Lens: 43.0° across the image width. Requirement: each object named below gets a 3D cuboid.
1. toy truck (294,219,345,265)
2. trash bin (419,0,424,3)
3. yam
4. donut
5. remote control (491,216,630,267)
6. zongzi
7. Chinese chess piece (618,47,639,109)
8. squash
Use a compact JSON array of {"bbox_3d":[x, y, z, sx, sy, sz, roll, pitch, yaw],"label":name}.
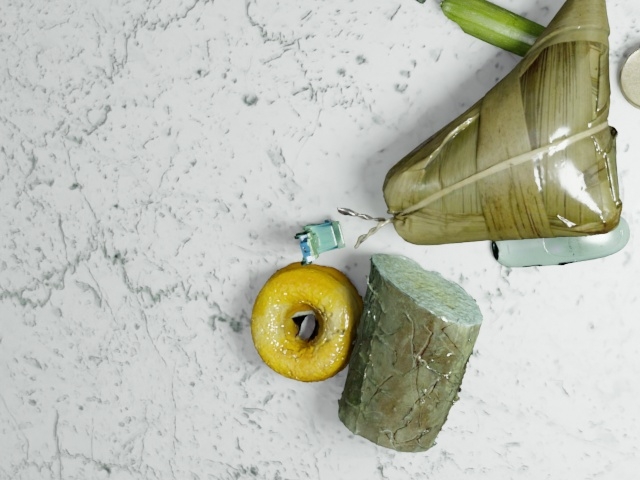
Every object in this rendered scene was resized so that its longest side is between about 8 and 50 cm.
[{"bbox_3d":[0.000,0.000,1.596,0.081,0.175,0.067,-14,95,9],"label":"toy truck"},{"bbox_3d":[0.101,-0.612,1.475,0.343,0.158,0.223,37,106,4],"label":"trash bin"},{"bbox_3d":[0.164,0.223,1.569,0.241,0.241,0.348,17,106,10],"label":"yam"},{"bbox_3d":[-0.032,0.168,1.669,0.253,0.118,0.253,-1,84,12],"label":"donut"},{"bbox_3d":[0.457,0.002,1.553,0.256,0.045,0.097,-11,94,17],"label":"remote control"},{"bbox_3d":[0.274,-0.226,1.482,0.500,0.218,0.467,-5,93,16],"label":"zongzi"},{"bbox_3d":[0.599,-0.291,1.456,0.122,0.051,0.122,3,97,26],"label":"Chinese chess piece"},{"bbox_3d":[0.331,-0.395,1.504,0.239,0.069,0.069,26,104,8],"label":"squash"}]
